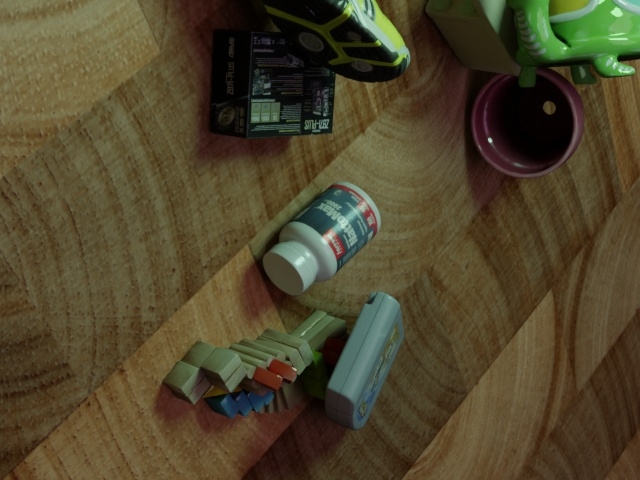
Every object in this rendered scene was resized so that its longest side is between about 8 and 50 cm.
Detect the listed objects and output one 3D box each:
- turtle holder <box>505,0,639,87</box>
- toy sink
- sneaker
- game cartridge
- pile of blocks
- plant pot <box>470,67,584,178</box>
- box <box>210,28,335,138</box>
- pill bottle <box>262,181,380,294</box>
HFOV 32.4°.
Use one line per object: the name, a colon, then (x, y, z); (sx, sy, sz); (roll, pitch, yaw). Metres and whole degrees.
turtle holder: (0.410, -0.370, 1.790); (0.320, 0.243, 0.227); (-6, 96, -16)
toy sink: (0.278, -0.412, 1.873); (0.234, 0.131, 0.152); (42, 69, -51)
sneaker: (-0.013, -0.363, 1.474); (0.385, 0.145, 0.147); (39, 62, -23)
game cartridge: (0.072, 0.206, 1.778); (0.297, 0.062, 0.198); (69, 41, -73)
pile of blocks: (-0.065, 0.212, 1.680); (0.362, 0.113, 0.148); (-10, 108, -46)
plant pot: (0.399, -0.228, 2.032); (0.180, 0.201, 0.201); (-27, 121, -58)
box: (-0.064, -0.225, 1.578); (0.180, 0.078, 0.147); (-10, 107, -47)
pill bottle: (0.000, 0.000, 1.694); (0.180, 0.108, 0.108); (-43, 130, -32)
